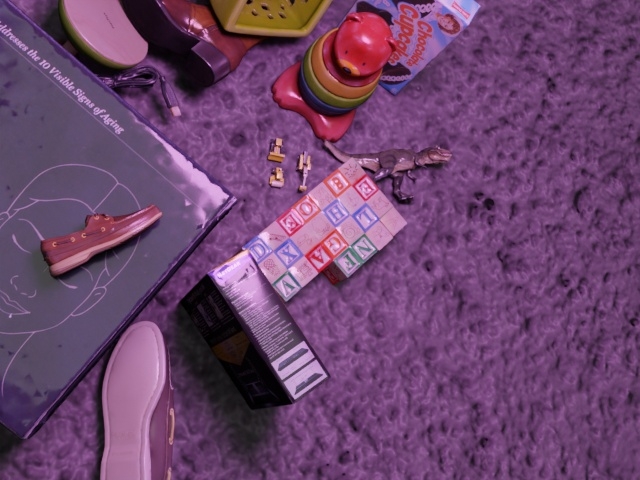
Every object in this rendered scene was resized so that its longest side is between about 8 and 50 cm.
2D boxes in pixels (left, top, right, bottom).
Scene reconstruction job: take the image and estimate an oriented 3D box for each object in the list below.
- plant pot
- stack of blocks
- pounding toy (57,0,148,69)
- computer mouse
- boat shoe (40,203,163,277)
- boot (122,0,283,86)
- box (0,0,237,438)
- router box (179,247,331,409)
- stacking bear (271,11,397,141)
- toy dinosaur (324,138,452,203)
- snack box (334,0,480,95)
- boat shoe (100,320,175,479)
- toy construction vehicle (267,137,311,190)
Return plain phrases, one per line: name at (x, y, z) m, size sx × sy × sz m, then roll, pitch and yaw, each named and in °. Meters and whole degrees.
plant pot at (-0.097, -0.536, 1.709) m, size 0.228 × 0.227 × 0.207 m, roll -7°, pitch 54°, yaw -46°
stack of blocks at (0.000, 0.000, 1.737) m, size 0.297 × 0.087 × 0.171 m, roll -40°, pitch 92°, yaw -24°
pounding toy at (-0.428, -0.392, 1.668) m, size 0.183 × 0.110 × 0.237 m, roll 14°, pitch 51°, yaw -49°
computer mouse at (-0.339, -0.192, 1.671) m, size 0.184 × 0.060 × 0.262 m, roll -18°, pitch 84°, yaw -15°
boat shoe at (-0.311, -0.012, 1.288) m, size 0.178 × 0.064 × 0.060 m, roll -28°, pitch 92°, yaw -13°
boot at (-0.214, -0.455, 1.738) m, size 0.264 × 0.096 × 0.280 m, roll 41°, pitch 49°, yaw -2°
box at (-0.474, -0.030, 1.431) m, size 0.480 × 0.297 × 0.472 m, roll 41°, pitch 78°, yaw -6°
router box at (-0.120, 0.161, 1.533) m, size 0.081 × 0.309 × 0.243 m, roll -33°, pitch 90°, yaw -20°
stacking bear at (0.047, -0.332, 1.728) m, size 0.175 × 0.289 × 0.164 m, roll 39°, pitch 67°, yaw -7°
toy dinosaur at (0.138, -0.141, 1.841) m, size 0.268 × 0.064 × 0.118 m, roll 1°, pitch 70°, yaw -17°
snack box at (0.152, -0.420, 1.770) m, size 0.187 × 0.322 × 0.060 m, roll 37°, pitch 65°, yaw -7°
boat shoe at (-0.301, 0.304, 1.548) m, size 0.116 × 0.097 × 0.324 m, roll -6°, pitch 71°, yaw 20°
toy construction vehicle at (-0.061, -0.150, 1.782) m, size 0.086 × 0.035 × 0.098 m, roll 12°, pitch 73°, yaw -16°
